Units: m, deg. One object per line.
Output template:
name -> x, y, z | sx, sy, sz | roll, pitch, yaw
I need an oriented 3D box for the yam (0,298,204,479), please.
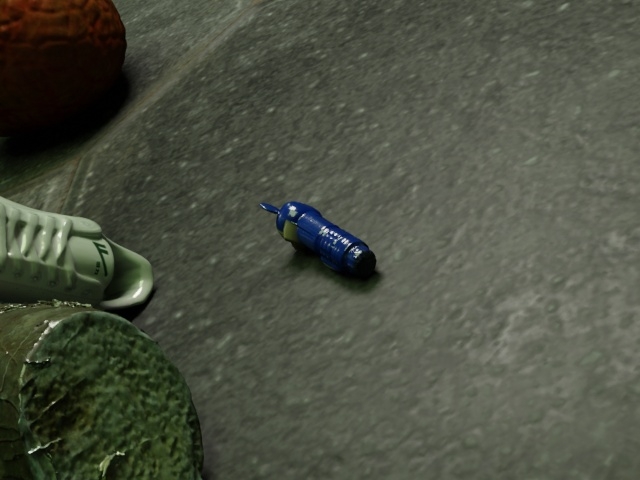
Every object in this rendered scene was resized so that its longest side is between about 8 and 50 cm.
yam -> -0.200, 0.115, 0.744 | 0.254, 0.154, 0.154 | 1, 45, 45

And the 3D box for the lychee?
lychee -> -0.348, -0.261, 1.307 | 0.300, 0.255, 0.255 | -63, 30, 11

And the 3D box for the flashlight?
flashlight -> 0.000, 0.000, 0.843 | 0.121, 0.057, 0.035 | 34, 105, 49

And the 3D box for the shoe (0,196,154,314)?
shoe -> -0.221, 0.008, 0.845 | 0.110, 0.265, 0.095 | -5, 76, 13
